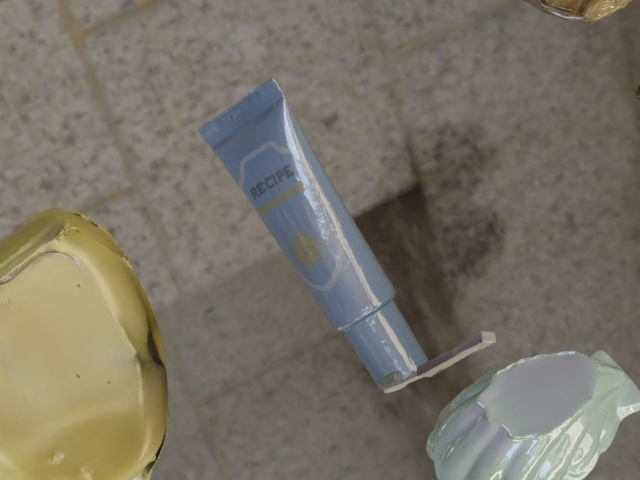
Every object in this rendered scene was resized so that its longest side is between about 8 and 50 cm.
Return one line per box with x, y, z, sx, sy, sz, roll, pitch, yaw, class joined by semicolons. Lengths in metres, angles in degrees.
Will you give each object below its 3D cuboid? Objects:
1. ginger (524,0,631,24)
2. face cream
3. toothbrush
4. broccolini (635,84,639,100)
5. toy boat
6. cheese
0.268;-0.388;1.608;0.256;0.176;0.375;50;-163;-10;ginger
0.000;0.000;1.647;0.136;0.086;0.385;-31;92;37;face cream
0.101;0.110;1.232;0.194;0.014;0.017;145;126;-60;toothbrush
0.334;-0.051;1.195;0.058;0.067;0.216;22;-147;-42;broccolini
0.277;0.226;1.794;0.199;0.290;0.100;53;161;34;toy boat
-0.264;0.140;1.381;0.316;0.259;0.128;58;167;-25;cheese
